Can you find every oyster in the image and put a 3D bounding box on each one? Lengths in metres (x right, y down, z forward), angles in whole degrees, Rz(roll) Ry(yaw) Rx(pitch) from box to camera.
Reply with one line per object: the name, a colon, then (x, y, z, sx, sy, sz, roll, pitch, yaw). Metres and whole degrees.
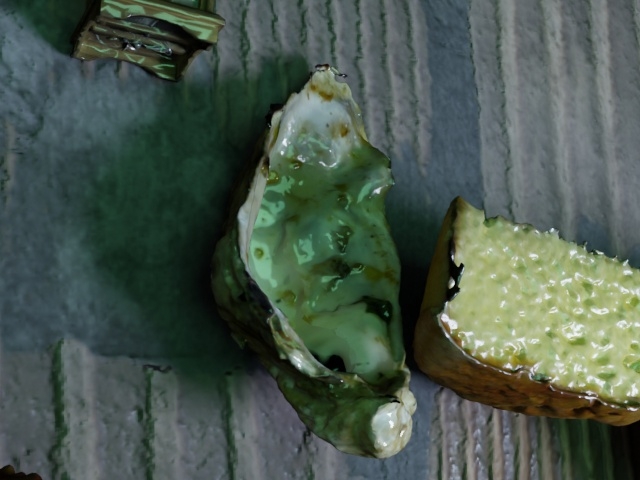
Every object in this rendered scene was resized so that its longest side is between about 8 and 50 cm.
oyster: (0.003, 0.004, 0.667, 0.166, 0.094, 0.294, 25, 51, -19)

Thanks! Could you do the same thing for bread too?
bread: (0.158, 0.070, 0.708, 0.260, 0.134, 0.129, 21, 60, -28)

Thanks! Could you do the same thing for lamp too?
lamp: (-0.113, -0.285, 0.655, 0.089, 0.090, 0.325, 10, 74, -26)

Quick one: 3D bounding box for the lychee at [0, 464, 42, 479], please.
lychee: (-0.164, 0.228, 0.419, 0.268, 0.267, 0.267, 6, 77, -28)
